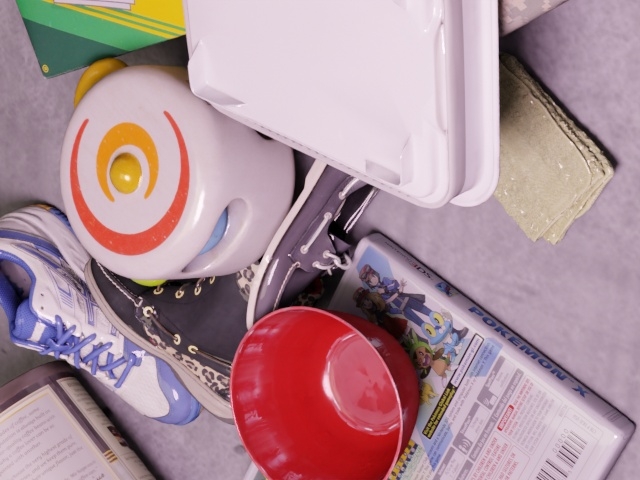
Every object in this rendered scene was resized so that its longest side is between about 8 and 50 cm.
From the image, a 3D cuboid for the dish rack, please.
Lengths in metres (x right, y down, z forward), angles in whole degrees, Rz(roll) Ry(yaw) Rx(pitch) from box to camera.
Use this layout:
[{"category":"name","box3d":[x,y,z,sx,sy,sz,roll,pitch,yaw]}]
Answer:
[{"category":"dish rack","box3d":[-0.005,-0.176,1.564,0.332,0.072,0.286,26,133,37]}]

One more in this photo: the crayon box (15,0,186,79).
[{"category":"crayon box","box3d":[-0.177,-0.358,1.780,0.313,0.106,0.363,-12,101,42]}]

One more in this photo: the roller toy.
[{"category":"roller toy","box3d":[-0.133,-0.063,1.784,0.191,0.146,0.209,-2,90,37]}]

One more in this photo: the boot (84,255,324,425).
[{"category":"boot","box3d":[-0.110,0.042,1.915,0.236,0.085,0.179,43,125,18]}]

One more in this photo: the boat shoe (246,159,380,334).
[{"category":"boat shoe","box3d":[0.000,0.000,1.772,0.065,0.075,0.206,28,95,14]}]

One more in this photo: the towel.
[{"category":"towel","box3d":[0.172,-0.076,1.668,0.148,0.027,0.110,48,132,12]}]

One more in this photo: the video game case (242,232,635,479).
[{"category":"video game case","box3d":[0.092,0.208,1.817,0.300,0.036,0.329,37,120,22]}]

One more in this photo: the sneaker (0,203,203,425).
[{"category":"sneaker","box3d":[-0.248,0.094,2.012,0.296,0.131,0.112,41,127,17]}]

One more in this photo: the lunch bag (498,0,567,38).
[{"category":"lunch bag","box3d":[0.135,-0.315,1.504,0.235,0.169,0.287,-27,95,44]}]

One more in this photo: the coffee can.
[{"category":"coffee can","box3d":[-0.259,0.292,2.053,0.275,0.201,0.201,50,131,11]}]

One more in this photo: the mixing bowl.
[{"category":"mixing bowl","box3d":[0.019,0.137,1.766,0.181,0.098,0.181,8,105,33]}]
